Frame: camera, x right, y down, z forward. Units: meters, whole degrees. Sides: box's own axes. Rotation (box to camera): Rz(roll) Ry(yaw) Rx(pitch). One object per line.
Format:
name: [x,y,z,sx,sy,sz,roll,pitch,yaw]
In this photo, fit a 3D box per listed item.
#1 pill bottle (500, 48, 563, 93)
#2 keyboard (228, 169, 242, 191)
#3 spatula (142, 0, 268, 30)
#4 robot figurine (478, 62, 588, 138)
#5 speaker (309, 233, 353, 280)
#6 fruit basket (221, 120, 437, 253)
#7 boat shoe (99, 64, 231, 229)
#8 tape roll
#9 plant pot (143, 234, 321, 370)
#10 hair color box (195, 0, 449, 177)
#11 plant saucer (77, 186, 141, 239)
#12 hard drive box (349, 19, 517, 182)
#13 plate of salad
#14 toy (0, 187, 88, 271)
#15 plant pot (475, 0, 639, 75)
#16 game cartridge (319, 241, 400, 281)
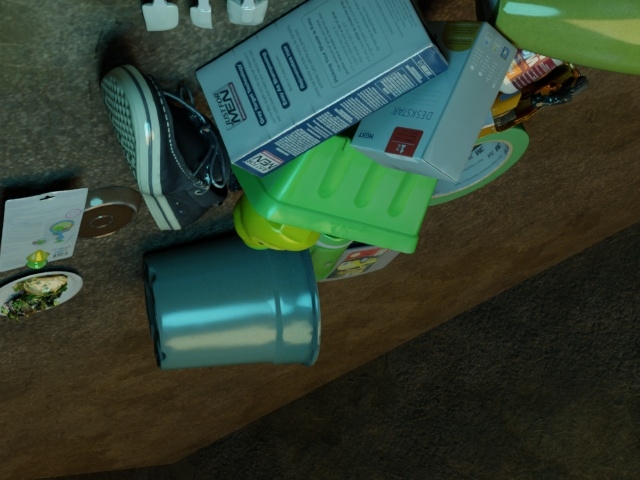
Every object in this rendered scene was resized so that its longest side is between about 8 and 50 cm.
pill bottle: [0.357,-0.341,1.608,0.221,0.121,0.121,-31,158,21]
keyboard: [-0.096,-0.135,1.795,0.180,0.023,0.108,-16,159,-15]
spatula: [-0.148,-0.324,1.154,0.168,0.019,0.242,-1,170,-7]
robot figurine: [0.374,-0.281,1.752,0.291,0.085,0.211,-26,-162,-3]
speaker: [0.000,0.000,2.029,0.131,0.131,0.296,-16,164,-18]
fruit basket: [-0.022,-0.077,1.630,0.392,0.283,0.392,-16,136,-16]
boat shoe: [-0.231,-0.146,1.404,0.156,0.186,0.500,-22,166,-7]
tape roll: [0.306,-0.188,2.008,0.321,0.077,0.321,-20,160,-7]
plant pot: [-0.206,0.136,1.964,0.334,0.341,0.341,-8,157,-16]
hair color box: [-0.001,-0.259,1.361,0.347,0.173,0.105,-28,160,16]
plant saucer: [-0.414,-0.045,1.678,0.168,0.029,0.168,-21,161,-8]
hard drive box: [0.176,-0.223,1.404,0.089,0.232,0.181,27,174,-38]
plate of salad: [-0.596,0.121,1.876,0.200,0.048,0.200,-21,160,-8]
toy: [-0.499,-0.032,1.578,0.137,0.056,0.237,-13,152,-29]
plant pot: [0.401,-0.387,1.389,0.294,0.274,0.275,-3,157,-6]
game cartridge: [0.093,0.040,2.397,0.294,0.060,0.196,-9,160,-33]
